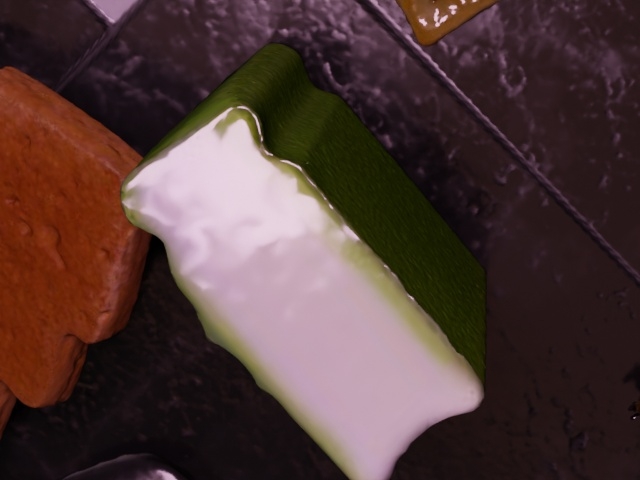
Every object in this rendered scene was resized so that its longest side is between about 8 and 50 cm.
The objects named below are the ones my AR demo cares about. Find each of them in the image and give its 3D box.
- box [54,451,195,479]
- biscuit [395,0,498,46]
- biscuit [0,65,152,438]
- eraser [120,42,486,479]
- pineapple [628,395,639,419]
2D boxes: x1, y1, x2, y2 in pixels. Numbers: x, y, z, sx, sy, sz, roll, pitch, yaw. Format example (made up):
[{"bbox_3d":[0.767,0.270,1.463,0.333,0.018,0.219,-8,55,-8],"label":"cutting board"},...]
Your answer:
[{"bbox_3d":[-0.133,0.252,1.264,0.201,0.042,0.212,-25,98,8],"label":"box"},{"bbox_3d":[0.075,-0.170,1.176,0.081,0.018,0.083,-30,97,10],"label":"biscuit"},{"bbox_3d":[-0.204,-0.005,1.159,0.306,0.043,0.284,-12,103,38],"label":"biscuit"},{"bbox_3d":[0.000,0.000,1.085,0.092,0.274,0.210,-40,94,13],"label":"eraser"},{"bbox_3d":[0.244,0.111,1.186,0.116,0.069,0.137,6,103,4],"label":"pineapple"}]
